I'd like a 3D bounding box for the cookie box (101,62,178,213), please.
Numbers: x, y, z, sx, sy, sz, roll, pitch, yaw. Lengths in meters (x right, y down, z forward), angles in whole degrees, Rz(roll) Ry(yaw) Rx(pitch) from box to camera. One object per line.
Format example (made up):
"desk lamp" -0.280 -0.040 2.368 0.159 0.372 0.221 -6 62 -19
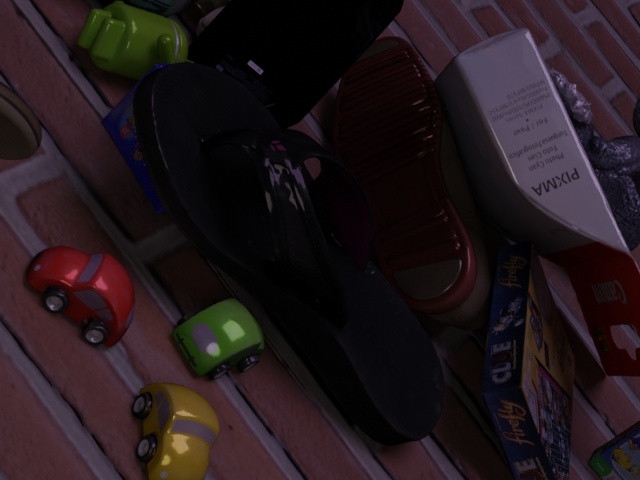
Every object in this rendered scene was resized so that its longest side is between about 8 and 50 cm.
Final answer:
"cookie box" -0.139 -0.094 1.691 0.040 0.092 0.107 -13 68 -52

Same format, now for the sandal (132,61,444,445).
"sandal" 0.001 -0.001 1.648 0.446 0.107 0.167 50 39 -28

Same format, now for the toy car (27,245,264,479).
"toy car" -0.114 0.086 1.563 0.225 0.053 0.239 -14 68 -56

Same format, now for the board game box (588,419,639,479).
"board game box" 0.401 0.270 1.948 0.201 0.136 0.035 48 31 -1

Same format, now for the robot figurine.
"robot figurine" -0.176 -0.188 1.768 0.115 0.067 0.101 12 16 -45

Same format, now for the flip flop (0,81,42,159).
"flip flop" -0.346 -0.106 1.439 0.277 0.112 0.080 21 67 -43

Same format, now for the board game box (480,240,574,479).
"board game box" 0.214 0.137 1.875 0.243 0.042 0.165 -76 148 -55

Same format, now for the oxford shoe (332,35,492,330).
"oxford shoe" 0.101 -0.057 1.959 0.130 0.123 0.348 42 33 -54

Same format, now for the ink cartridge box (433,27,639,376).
"ink cartridge box" 0.232 -0.017 1.968 0.308 0.091 0.385 141 -74 -84

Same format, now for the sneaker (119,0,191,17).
"sneaker" -0.242 -0.294 1.778 0.262 0.104 0.125 37 33 -2

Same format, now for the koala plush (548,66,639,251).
"koala plush" 0.296 -0.103 2.176 0.221 0.196 0.203 39 42 -26

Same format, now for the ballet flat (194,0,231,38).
"ballet flat" -0.115 -0.252 1.924 0.077 0.091 0.241 -33 78 -29

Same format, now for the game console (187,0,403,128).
"game console" -0.105 -0.292 1.871 0.361 0.213 0.044 42 -6 5
